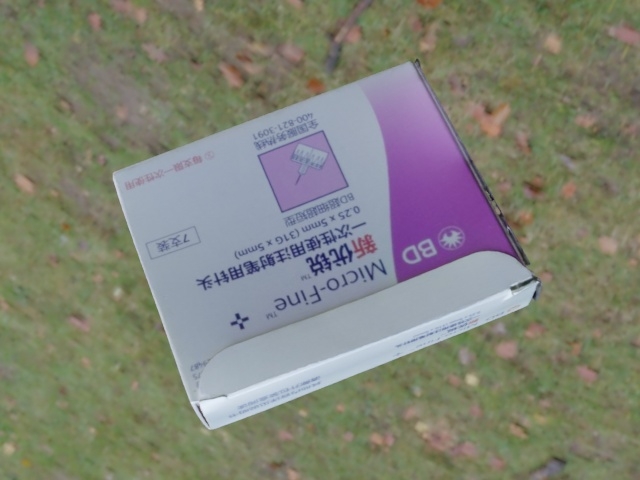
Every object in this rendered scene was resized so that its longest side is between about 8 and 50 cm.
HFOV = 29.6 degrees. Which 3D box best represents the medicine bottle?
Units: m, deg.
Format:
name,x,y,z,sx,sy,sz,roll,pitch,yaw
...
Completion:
name,x,y,z,sx,sy,sz,roll,pitch,yaw
medicine bottle,0.000,0.000,0.697,0.052,0.201,0.171,78,171,-59
